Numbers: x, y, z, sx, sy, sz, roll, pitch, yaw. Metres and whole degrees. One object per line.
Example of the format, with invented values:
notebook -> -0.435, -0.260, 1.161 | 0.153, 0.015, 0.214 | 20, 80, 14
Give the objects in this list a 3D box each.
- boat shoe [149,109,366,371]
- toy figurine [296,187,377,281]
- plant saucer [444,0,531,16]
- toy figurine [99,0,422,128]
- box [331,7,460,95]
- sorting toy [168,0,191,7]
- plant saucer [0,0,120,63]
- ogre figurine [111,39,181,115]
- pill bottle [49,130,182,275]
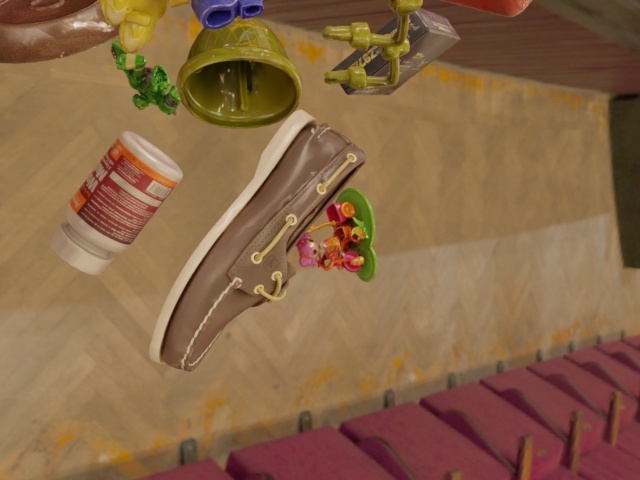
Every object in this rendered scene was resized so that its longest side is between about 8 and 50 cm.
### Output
boat shoe -> -0.065, 0.008, 0.766 | 0.324, 0.096, 0.116 | -58, 174, -17
toy figurine -> 0.000, 0.000, 1.212 | 0.159, 0.130, 0.173 | -8, 75, -31
plant saucer -> 0.170, -0.367, 0.729 | 0.259, 0.258, 0.048 | -52, 138, -5
toy figurine -> -0.053, -0.232, 0.422 | 0.362, 0.191, 0.217 | 71, 0, -79
box -> 0.144, -0.342, 1.289 | 0.059, 0.183, 0.232 | 57, 26, 4
sorting toy -> -0.132, -0.416, 0.836 | 0.132, 0.046, 0.274 | 6, 94, -8
plant saucer -> -0.328, -0.274, 0.854 | 0.198, 0.198, 0.036 | -43, 142, -36
ogre figurine -> -0.366, -0.338, 1.516 | 0.118, 0.197, 0.097 | 97, 15, -67
pill bottle -> -0.336, -0.058, 1.146 | 0.221, 0.121, 0.121 | -51, 138, 6
